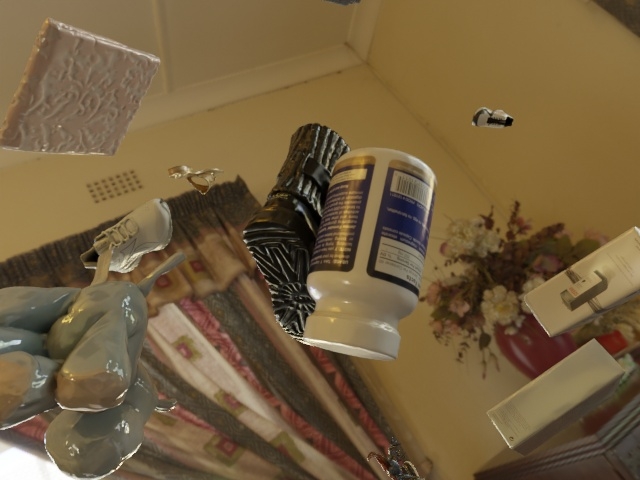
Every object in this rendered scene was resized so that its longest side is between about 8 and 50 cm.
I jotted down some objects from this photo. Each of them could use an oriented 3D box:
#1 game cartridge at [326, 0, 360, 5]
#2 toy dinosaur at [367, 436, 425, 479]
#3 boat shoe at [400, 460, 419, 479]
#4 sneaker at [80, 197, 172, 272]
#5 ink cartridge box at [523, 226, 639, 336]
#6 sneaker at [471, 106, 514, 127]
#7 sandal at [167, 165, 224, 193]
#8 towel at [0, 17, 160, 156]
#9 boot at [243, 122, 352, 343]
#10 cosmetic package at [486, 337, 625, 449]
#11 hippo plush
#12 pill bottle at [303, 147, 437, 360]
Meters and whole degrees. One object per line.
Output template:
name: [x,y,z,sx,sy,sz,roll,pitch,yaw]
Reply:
game cartridge: [-0.052,-0.604,1.041,0.196,0.294,0.060,-7,-40,-29]
toy dinosaur: [0.106,0.335,0.720,0.090,0.047,0.082,0,-66,-7]
boat shoe: [0.166,0.481,0.902,0.038,0.125,0.046,-3,-13,-25]
sneaker: [-0.477,-0.001,1.200,0.297,0.111,0.129,-39,-16,28]
ink cartridge box: [0.501,0.078,0.868,0.158,0.092,0.218,3,-37,-47]
sneaker: [0.369,-0.260,1.036,0.109,0.044,0.040,-12,-54,-30]
sandal: [-0.392,-0.187,1.560,0.088,0.079,0.240,-15,-3,25]
towel: [-0.592,-0.357,1.208,0.332,0.053,0.317,-52,-18,22]
boot: [0.004,-0.001,0.854,0.260,0.131,0.348,-69,-27,-43]
cosmetic package: [0.566,0.395,1.171,0.284,0.097,0.377,-35,-35,6]
hippo plush: [-0.331,0.182,0.666,0.234,0.294,0.236,5,-58,0]
pill bottle: [0.066,0.021,0.666,0.153,0.153,0.264,61,-139,-66]
